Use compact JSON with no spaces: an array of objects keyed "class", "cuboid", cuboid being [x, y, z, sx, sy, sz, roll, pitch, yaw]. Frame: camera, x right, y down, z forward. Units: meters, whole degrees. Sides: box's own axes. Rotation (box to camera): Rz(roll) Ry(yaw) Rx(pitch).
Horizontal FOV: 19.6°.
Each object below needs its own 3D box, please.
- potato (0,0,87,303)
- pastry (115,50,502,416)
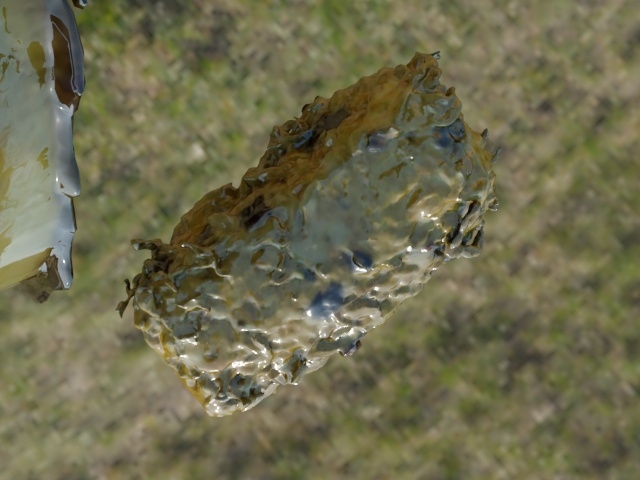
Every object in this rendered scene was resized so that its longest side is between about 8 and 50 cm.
[{"class":"potato","cuboid":[-0.217,-0.073,0.434,0.237,0.288,0.301,-27,129,-26]},{"class":"pastry","cuboid":[0.000,0.000,0.640,0.140,0.056,0.080,-32,114,13]}]
